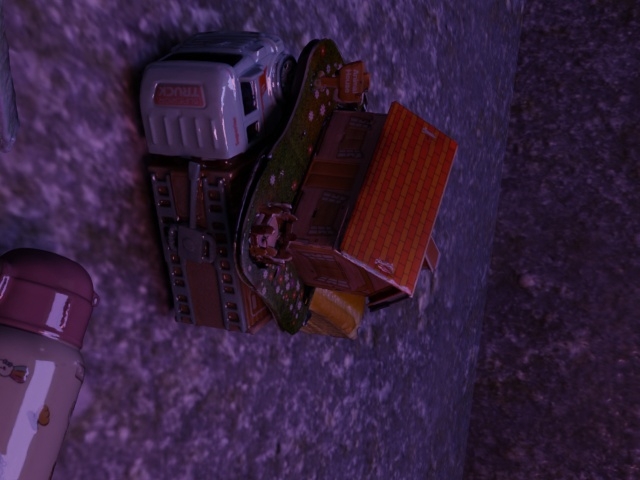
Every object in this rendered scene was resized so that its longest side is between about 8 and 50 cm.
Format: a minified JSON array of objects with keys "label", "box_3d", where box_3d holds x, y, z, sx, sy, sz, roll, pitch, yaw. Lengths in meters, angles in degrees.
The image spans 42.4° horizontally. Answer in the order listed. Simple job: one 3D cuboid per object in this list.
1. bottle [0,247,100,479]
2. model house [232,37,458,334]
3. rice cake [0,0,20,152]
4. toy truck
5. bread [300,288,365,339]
[{"label":"bottle","box_3d":[-0.245,0.120,0.638,0.110,0.109,0.233,45,55,-60]},{"label":"model house","box_3d":[0.045,-0.052,0.864,0.207,0.153,0.294,62,43,-55]},{"label":"rice cake","box_3d":[-0.239,-0.136,0.569,0.211,0.043,0.034,113,-17,-55]},{"label":"toy truck","box_3d":[-0.103,-0.058,0.883,0.162,0.136,0.306,-46,136,-55]},{"label":"bread","box_3d":[0.000,0.000,1.159,0.246,0.111,0.239,46,55,-60]}]
